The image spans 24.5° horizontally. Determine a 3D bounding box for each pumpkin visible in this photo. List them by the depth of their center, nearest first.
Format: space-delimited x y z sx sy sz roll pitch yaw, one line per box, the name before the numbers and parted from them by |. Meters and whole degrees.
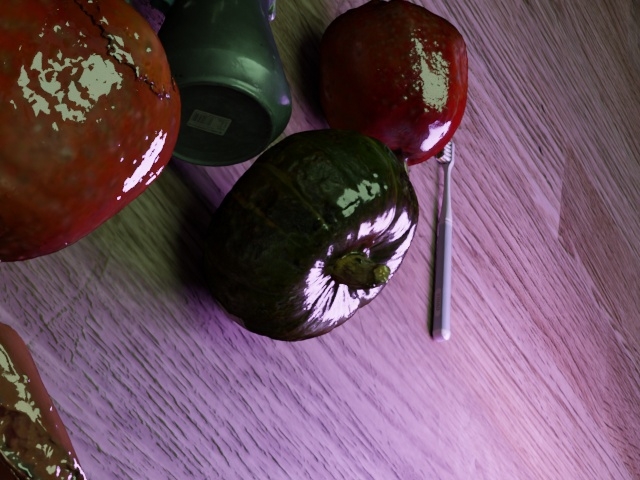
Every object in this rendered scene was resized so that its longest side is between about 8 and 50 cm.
pumpkin | 0.003 0.002 1.632 0.260 0.189 0.260 -39 151 -26

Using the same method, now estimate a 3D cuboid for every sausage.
sausage | -0.254 0.190 1.273 0.087 0.079 0.327 -28 105 -34

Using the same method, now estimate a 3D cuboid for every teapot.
teapot | -0.129 -0.214 1.605 0.203 0.171 0.225 19 50 -23

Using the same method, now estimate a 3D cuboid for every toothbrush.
toothbrush | 0.184 -0.006 2.189 0.030 0.025 0.342 33 50 -43

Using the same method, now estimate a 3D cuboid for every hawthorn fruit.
hawthorn fruit | -0.275 -0.089 1.187 0.276 0.276 0.307 55 54 -34
hawthorn fruit | 0.095 -0.194 1.946 0.215 0.215 0.250 15 73 -58
